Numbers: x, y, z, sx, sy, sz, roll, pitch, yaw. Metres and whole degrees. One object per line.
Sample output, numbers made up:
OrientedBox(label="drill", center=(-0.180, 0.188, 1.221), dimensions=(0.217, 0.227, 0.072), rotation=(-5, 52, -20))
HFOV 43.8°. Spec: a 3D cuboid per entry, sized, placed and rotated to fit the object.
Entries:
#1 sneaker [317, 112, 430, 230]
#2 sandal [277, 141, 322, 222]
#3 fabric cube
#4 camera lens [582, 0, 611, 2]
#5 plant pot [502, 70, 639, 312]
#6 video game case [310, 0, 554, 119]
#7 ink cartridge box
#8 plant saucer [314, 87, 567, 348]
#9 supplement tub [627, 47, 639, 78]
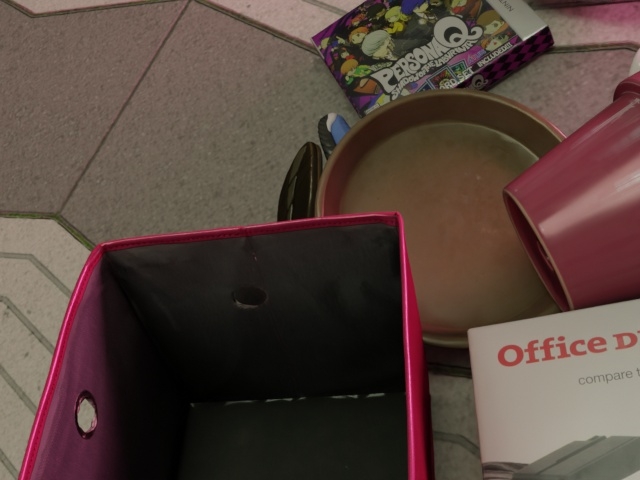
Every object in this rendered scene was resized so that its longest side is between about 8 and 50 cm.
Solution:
OrientedBox(label="sneaker", center=(0.064, -0.064, 0.884), dimensions=(0.081, 0.080, 0.211), rotation=(-30, 63, 1))
OrientedBox(label="sandal", center=(0.000, 0.000, 0.878), dimensions=(0.090, 0.060, 0.219), rotation=(-37, 57, 53))
OrientedBox(label="fabric cube", center=(-0.043, 0.164, 0.630), dimensions=(0.259, 0.258, 0.254), rotation=(-5, 48, 9))
OrientedBox(label="camera lens", center=(0.314, -0.421, 0.831), dimensions=(0.219, 0.219, 0.274), rotation=(23, 76, 34))
OrientedBox(label="plant pot", center=(0.264, -0.029, 0.673), dimensions=(0.180, 0.201, 0.201), rotation=(-26, 54, 6))
OrientedBox(label="video game case", center=(0.126, -0.241, 0.966), dimensions=(0.232, 0.042, 0.210), rotation=(-32, 52, 7))
OrientedBox(label="ink cartridge box", center=(0.245, 0.207, 0.600), dimensions=(0.223, 0.129, 0.307), rotation=(-13, 58, 20))
OrientedBox(label="plant saucer", center=(0.133, -0.024, 0.792), dimensions=(0.278, 0.041, 0.278), rotation=(-2, 68, 4))
OrientedBox(label="supplement tub", center=(0.362, -0.153, 0.780), dimensions=(0.107, 0.071, 0.071), rotation=(16, 71, 33))
